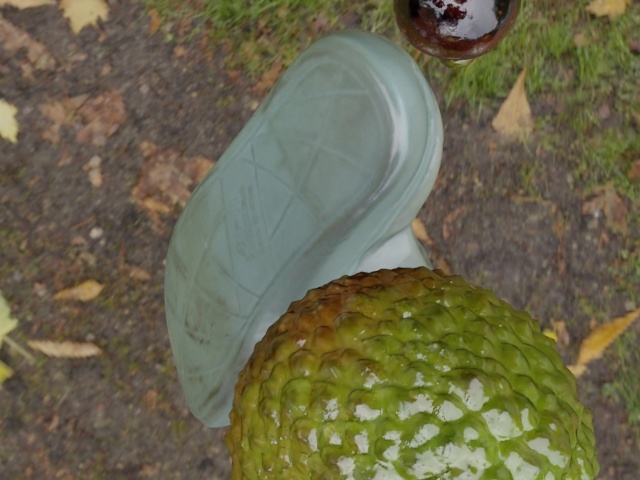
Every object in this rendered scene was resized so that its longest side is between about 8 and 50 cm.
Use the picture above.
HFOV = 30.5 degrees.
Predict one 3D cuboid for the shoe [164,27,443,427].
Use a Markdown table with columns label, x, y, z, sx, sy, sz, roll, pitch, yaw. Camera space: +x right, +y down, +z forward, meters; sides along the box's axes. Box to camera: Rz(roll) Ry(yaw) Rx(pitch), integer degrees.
| label | x | y | z | sx | sy | sz | roll | pitch | yaw |
| --- | --- | --- | --- | --- | --- | --- | --- | --- | --- |
| shoe | 0.000 | 0.000 | 0.566 | 0.103 | 0.100 | 0.251 | 64 | 143 | 27 |

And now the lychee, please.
| label | x | y | z | sx | sy | sz | roll | pitch | yaw |
| --- | --- | --- | --- | --- | --- | --- | --- | --- | --- |
| lychee | 0.028 | 0.063 | 0.382 | 0.114 | 0.146 | 0.114 | -6 | 105 | -23 |

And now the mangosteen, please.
| label | x | y | z | sx | sy | sz | roll | pitch | yaw |
| --- | --- | --- | --- | --- | --- | --- | --- | --- | --- |
| mangosteen | 0.085 | -0.145 | 0.723 | 0.081 | 0.081 | 0.081 | 4 | 114 | 9 |
